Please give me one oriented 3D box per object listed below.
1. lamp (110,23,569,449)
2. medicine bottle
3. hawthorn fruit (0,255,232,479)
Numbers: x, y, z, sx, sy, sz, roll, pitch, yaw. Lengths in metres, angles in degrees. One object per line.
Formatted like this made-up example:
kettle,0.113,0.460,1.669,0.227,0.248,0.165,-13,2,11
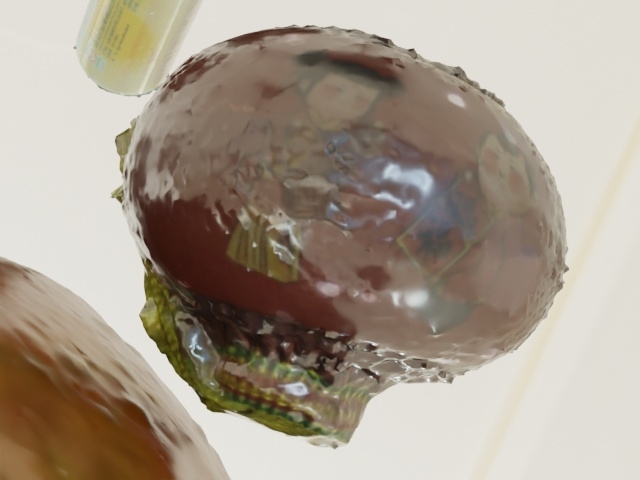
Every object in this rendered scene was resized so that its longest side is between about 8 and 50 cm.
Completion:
lamp,0.004,0.002,0.618,0.156,0.135,0.157,21,169,-14
medicine bottle,-0.087,-0.163,1.000,0.074,0.218,0.074,9,-119,-16
hawthorn fruit,-0.183,0.160,0.646,0.403,0.403,0.403,21,-167,-5
